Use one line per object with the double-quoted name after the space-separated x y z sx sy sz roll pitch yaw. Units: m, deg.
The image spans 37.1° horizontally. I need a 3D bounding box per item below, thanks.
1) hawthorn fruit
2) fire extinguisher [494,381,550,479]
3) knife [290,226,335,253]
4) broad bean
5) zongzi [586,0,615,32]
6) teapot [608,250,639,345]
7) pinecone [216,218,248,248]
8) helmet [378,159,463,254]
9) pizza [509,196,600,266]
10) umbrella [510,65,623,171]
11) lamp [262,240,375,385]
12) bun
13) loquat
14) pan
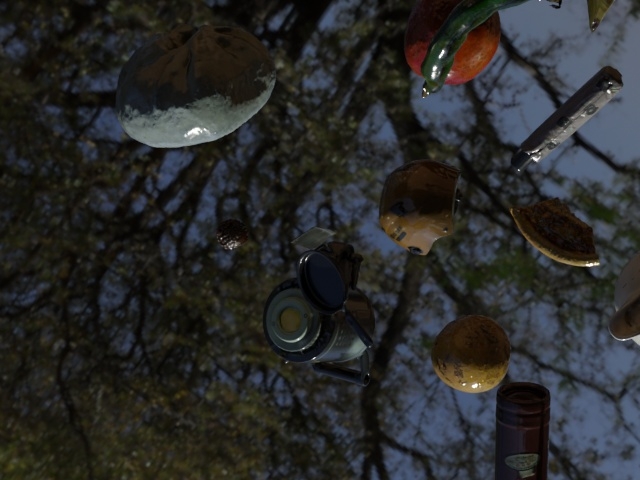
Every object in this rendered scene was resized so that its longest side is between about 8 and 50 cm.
0.278 -0.428 2.090 0.205 0.253 0.205 19 -169 -4 "hawthorn fruit"
0.391 0.450 1.807 0.102 0.344 0.138 -9 -164 -26 "fire extinguisher"
0.000 0.000 2.122 0.019 0.072 0.245 60 -170 14 "knife"
0.265 -0.355 1.626 0.144 0.292 0.049 25 -140 -45 "broad bean"
0.543 -0.617 1.972 0.286 0.300 0.138 31 -154 4 "zongzi"
0.643 0.090 1.674 0.208 0.299 0.166 63 -168 24 "teapot"
-0.213 -0.018 2.256 0.077 0.077 0.083 17 -165 -37 "pinecone"
0.189 -0.080 1.973 0.130 0.224 0.198 22 -114 -21 "helmet"
0.611 -0.023 2.466 0.271 0.134 0.056 46 -164 15 "pizza"
0.582 -0.283 2.281 0.067 0.337 0.073 42 -146 -3 "umbrella"
-0.009 0.206 2.316 0.205 0.374 0.272 11 -160 32 "lamp"
-0.265 -0.325 1.911 0.354 0.354 0.194 -87 -19 -60 "bun"
0.444 0.333 2.794 0.235 0.235 0.235 30 -153 -17 "loquat"
0.034 0.116 1.862 0.028 0.136 0.235 -20 -119 -38 "pan"
